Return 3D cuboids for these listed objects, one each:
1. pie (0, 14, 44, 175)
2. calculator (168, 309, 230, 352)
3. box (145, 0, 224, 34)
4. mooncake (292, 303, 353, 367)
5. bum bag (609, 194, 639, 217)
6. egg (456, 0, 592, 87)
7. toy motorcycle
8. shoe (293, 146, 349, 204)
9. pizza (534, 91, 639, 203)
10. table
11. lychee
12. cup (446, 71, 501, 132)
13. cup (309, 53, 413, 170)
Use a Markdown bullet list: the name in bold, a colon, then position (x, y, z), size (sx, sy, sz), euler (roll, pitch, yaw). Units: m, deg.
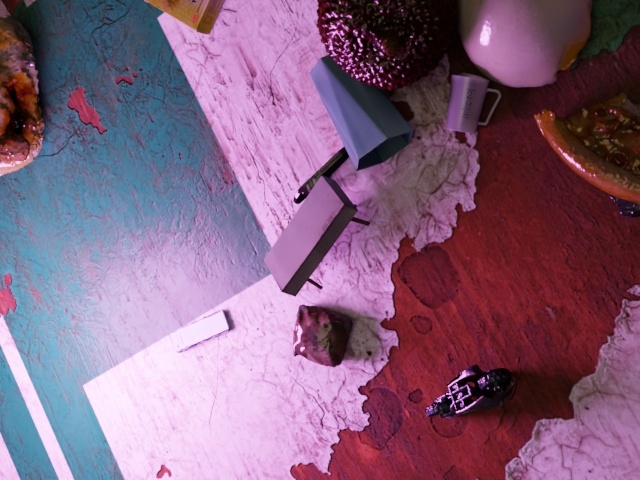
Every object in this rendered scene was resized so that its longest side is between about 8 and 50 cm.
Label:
- **pie**: position (-0.897, -0.368, 2.177), size (0.395, 0.180, 0.418), euler (-10, 77, 20)
- **calculator**: position (-0.293, 0.222, 2.010), size (0.172, 0.018, 0.057), euler (-26, 84, 24)
- **box**: position (-0.285, -0.636, 1.922), size (0.175, 0.062, 0.260), euler (34, 106, 20)
- **mooncake**: position (0.001, 0.212, 1.842), size (0.130, 0.073, 0.125), euler (11, 97, 23)
- **bum bag**: position (0.640, -0.089, 1.533), size (0.198, 0.049, 0.087), euler (-4, 69, 26)
- **egg**: position (0.367, -0.436, 1.567), size (0.264, 0.174, 0.286), euler (3, 99, 29)
- **toy motorcycle**: position (0.314, 0.311, 1.689), size (0.213, 0.122, 0.082), euler (-37, 54, 36)
- **shoe**: position (0.013, -0.131, 1.815), size (0.179, 0.071, 0.049), euler (-44, 79, 17)
- **pizza**: position (0.565, -0.170, 1.523), size (0.365, 0.074, 0.182), euler (39, 90, 29)
- **table**: position (0.000, 0.000, 1.792), size (0.240, 0.111, 0.121), euler (-54, 40, 19)
- **lychee**: position (0.130, -0.437, 1.615), size (0.276, 0.304, 0.275), euler (0, 125, 0)
- **cup**: position (0.308, -0.276, 1.669), size (0.104, 0.074, 0.116), euler (8, 102, 0)
- **cup**: position (0.083, -0.285, 1.742), size (0.134, 0.148, 0.235), euler (-42, 71, 49)
